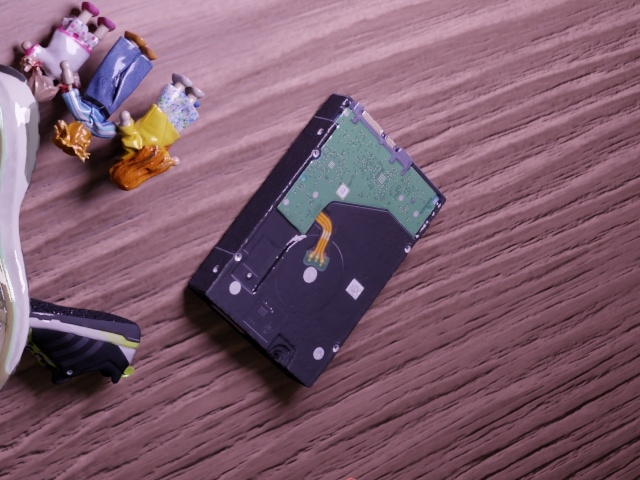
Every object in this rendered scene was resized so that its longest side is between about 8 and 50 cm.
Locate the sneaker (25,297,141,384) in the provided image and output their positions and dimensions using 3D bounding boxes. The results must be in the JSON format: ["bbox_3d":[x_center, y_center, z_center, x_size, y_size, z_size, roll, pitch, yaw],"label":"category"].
[{"bbox_3d":[-0.322,0.132,1.894,0.234,0.084,0.097,14,95,-37],"label":"sneaker"}]

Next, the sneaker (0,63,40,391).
[{"bbox_3d":[-0.437,0.002,1.728,0.182,0.158,0.410,0,94,-46],"label":"sneaker"}]

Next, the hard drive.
[{"bbox_3d":[0.000,0.000,2.099,0.237,0.064,0.339,44,77,-34],"label":"hard drive"}]

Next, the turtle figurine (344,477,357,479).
[{"bbox_3d":[0.033,0.500,2.234,0.217,0.087,0.270,-31,118,-25],"label":"turtle figurine"}]

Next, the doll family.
[{"bbox_3d":[-0.244,-0.156,1.853,0.263,0.118,0.163,42,77,-35],"label":"doll family"}]
